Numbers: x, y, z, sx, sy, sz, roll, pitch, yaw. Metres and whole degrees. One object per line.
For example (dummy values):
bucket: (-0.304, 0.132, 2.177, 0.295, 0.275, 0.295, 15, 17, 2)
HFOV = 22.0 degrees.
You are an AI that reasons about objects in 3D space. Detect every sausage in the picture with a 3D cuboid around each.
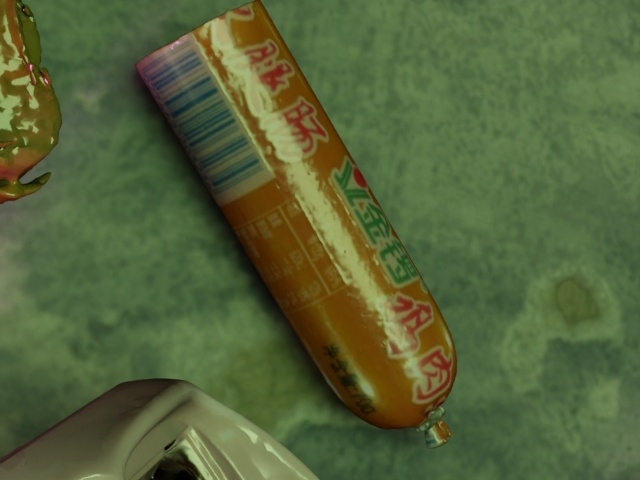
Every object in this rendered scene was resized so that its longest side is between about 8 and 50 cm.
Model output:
sausage: (0.000, 0.000, 1.053, 0.093, 0.093, 0.312, -33, 97, -25)

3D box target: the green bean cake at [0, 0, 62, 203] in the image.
green bean cake: (-0.276, -0.111, 0.923, 0.224, 0.131, 0.229, -15, 86, -28)

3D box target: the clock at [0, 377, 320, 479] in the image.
clock: (-0.066, 0.263, 0.833, 0.250, 0.368, 0.376, -36, 90, 12)
